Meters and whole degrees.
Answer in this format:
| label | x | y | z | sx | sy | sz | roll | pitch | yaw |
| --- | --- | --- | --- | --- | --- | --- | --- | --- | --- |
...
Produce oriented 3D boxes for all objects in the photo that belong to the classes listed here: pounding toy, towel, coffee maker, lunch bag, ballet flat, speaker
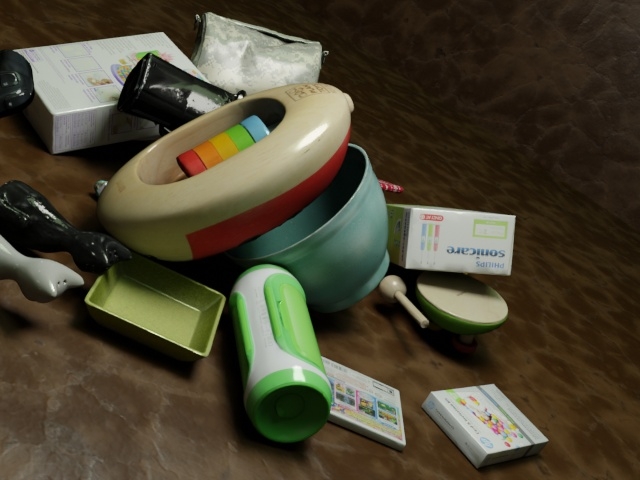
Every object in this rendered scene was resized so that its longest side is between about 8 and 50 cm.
| label | x | y | z | sx | sy | sz | roll | pitch | yaw |
| --- | --- | --- | --- | --- | --- | --- | --- | --- | --- |
| pounding toy | 0.232 | 0.148 | 1.800 | 0.237 | 0.110 | 0.183 | 2 | 30 | -29 |
| towel | 0.034 | -0.160 | 2.198 | 0.275 | 0.031 | 0.199 | 9 | 10 | -40 |
| coffee maker | -0.249 | -0.256 | 1.681 | 0.178 | 0.171 | 0.120 | 23 | 41 | -29 |
| lunch bag | -0.154 | -0.346 | 2.084 | 0.305 | 0.256 | 0.212 | 13 | 12 | -14 |
| ballet flat | -0.348 | -0.080 | 1.672 | 0.114 | 0.041 | 0.041 | 3 | 34 | -46 |
| speaker | -0.064 | 0.158 | 1.391 | 0.131 | 0.131 | 0.296 | 20 | 25 | -22 |

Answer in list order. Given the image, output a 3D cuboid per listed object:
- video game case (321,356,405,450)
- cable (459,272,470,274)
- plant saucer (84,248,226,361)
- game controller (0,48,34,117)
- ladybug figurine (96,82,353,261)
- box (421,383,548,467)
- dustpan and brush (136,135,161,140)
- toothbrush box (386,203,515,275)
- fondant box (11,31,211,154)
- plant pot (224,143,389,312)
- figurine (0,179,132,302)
| label | x | y | z | sx | sy | sz | roll | pitch | yaw |
| --- | --- | --- | --- | --- | --- | --- | --- | --- | --- |
| video game case | 0.057 | 0.251 | 1.477 | 0.157 | 0.019 | 0.143 | 25 | 24 | -12 |
| cable | 0.277 | 0.070 | 2.033 | 0.139 | 0.072 | 0.287 | 28 | 23 | -5 |
| plant saucer | -0.245 | 0.102 | 1.397 | 0.188 | 0.045 | 0.188 | 26 | 23 | -8 |
| game controller | -0.587 | -0.203 | 1.409 | 0.319 | 0.067 | 0.166 | -16 | 32 | -7 |
| ladybug figurine | -0.135 | -0.104 | 1.524 | 0.162 | 0.449 | 0.305 | 67 | -9 | -31 |
| box | 0.278 | 0.308 | 1.591 | 0.186 | 0.038 | 0.145 | 3 | 35 | -45 |
| dustpan and brush | -0.422 | -0.228 | 1.873 | 0.147 | 0.060 | 0.211 | 28 | 13 | 28 |
| toothbrush box | 0.242 | -0.005 | 1.893 | 0.206 | 0.122 | 0.283 | 4 | 4 | -8 |
| fondant box | -0.405 | -0.292 | 1.828 | 0.330 | 0.096 | 0.238 | -16 | 46 | -30 |
| plant pot | 0.000 | 0.000 | 1.639 | 0.196 | 0.293 | 0.293 | 56 | 10 | -29 |
| figurine | -0.397 | 0.010 | 1.309 | 0.209 | 0.092 | 0.215 | 23 | 22 | 10 |
